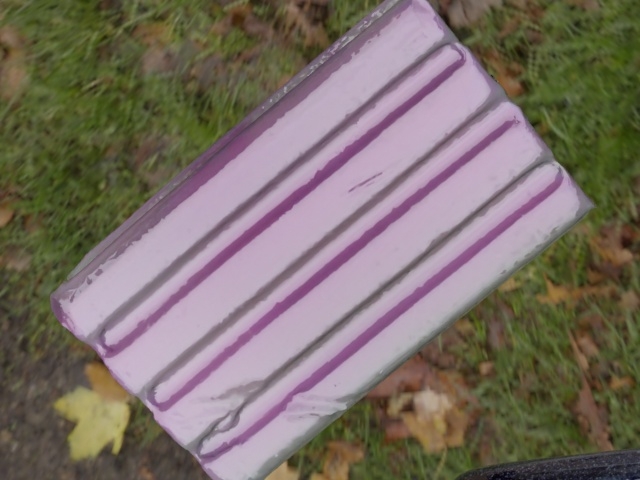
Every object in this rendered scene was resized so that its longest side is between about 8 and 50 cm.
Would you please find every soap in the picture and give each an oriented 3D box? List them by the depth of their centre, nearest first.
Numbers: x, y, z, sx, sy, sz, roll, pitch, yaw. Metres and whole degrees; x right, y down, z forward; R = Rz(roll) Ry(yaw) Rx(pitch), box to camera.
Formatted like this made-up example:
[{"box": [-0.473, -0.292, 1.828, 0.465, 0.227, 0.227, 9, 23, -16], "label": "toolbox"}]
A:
[{"box": [0.000, 0.000, 0.639, 0.203, 0.065, 0.122, -39, 101, 10], "label": "soap"}]

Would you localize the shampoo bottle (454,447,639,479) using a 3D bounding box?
[{"box": [0.187, 0.141, 0.789, 0.233, 0.049, 0.087, -10, 131, 24], "label": "shampoo bottle"}]
